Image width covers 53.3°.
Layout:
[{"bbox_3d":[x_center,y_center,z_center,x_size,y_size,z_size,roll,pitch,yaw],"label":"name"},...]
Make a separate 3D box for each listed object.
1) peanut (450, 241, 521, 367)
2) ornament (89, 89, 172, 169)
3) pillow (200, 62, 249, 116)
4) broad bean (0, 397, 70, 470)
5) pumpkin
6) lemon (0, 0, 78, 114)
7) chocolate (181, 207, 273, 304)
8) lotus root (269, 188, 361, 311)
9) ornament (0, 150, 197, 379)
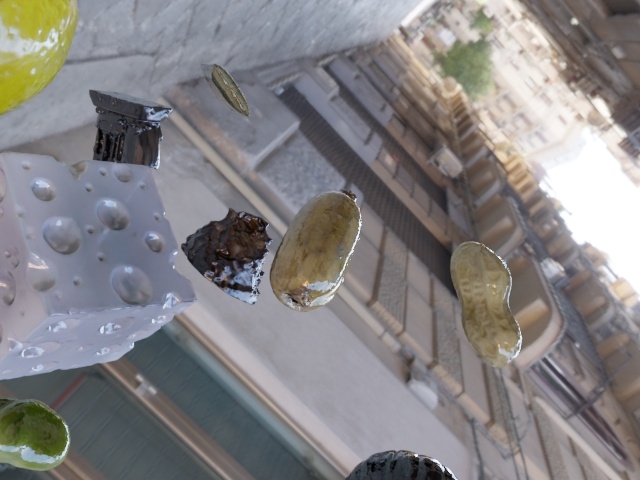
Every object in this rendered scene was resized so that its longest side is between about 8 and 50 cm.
[{"bbox_3d":[0.345,0.124,1.308,0.125,0.111,0.275,-38,-125,48],"label":"peanut"},{"bbox_3d":[-0.492,-0.229,1.580,0.106,0.251,0.261,-1,110,-56],"label":"ornament"},{"bbox_3d":[-0.184,-0.294,1.226,0.038,0.113,0.203,-37,-157,-5],"label":"pillow"},{"bbox_3d":[-0.531,0.345,1.140,0.082,0.174,0.125,-18,-118,19],"label":"broad bean"},{"bbox_3d":[0.141,0.499,1.090,0.248,0.248,0.248,-43,-172,8],"label":"pumpkin"},{"bbox_3d":[-0.491,-0.320,0.802,0.349,0.349,0.387,-41,-151,25],"label":"lemon"},{"bbox_3d":[-0.198,0.015,1.532,0.177,0.224,0.206,-53,-171,4],"label":"chocolate"},{"bbox_3d":[0.000,0.000,1.325,0.169,0.151,0.343,105,6,-49],"label":"lotus root"},{"bbox_3d":[-0.374,0.041,0.937,0.239,0.240,0.239,-35,160,33],"label":"ornament"}]
